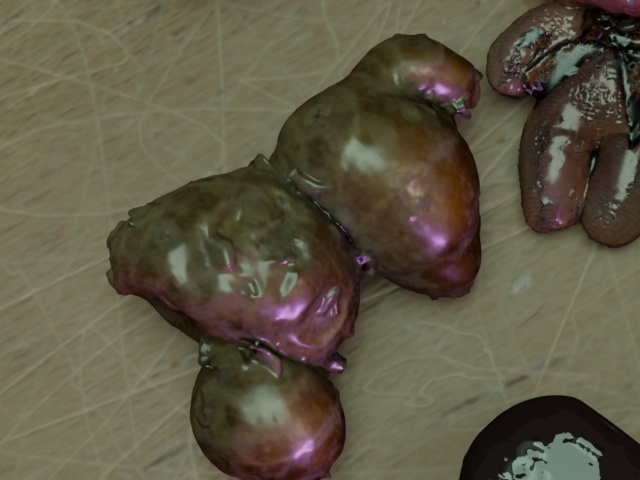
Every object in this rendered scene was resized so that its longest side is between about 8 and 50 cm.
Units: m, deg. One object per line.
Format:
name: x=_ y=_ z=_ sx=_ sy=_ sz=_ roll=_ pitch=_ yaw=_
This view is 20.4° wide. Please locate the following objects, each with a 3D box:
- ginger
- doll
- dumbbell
ginger: x=0.000 y=0.000 z=1.407 sx=0.256 sy=0.176 sz=0.375 roll=42 pitch=82 yaw=-5
doll: x=0.237 y=-0.151 z=1.424 sx=0.201 sy=0.156 sz=0.303 roll=10 pitch=82 yaw=1
dumbbell: x=0.172 y=0.193 z=1.308 sx=0.140 sy=0.225 sz=0.124 roll=39 pitch=85 yaw=13
